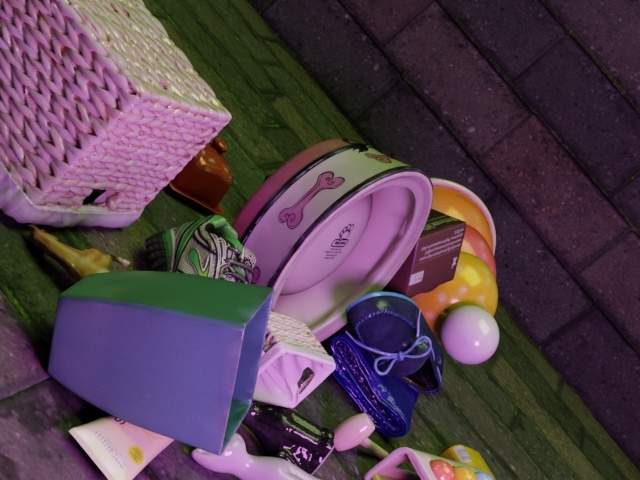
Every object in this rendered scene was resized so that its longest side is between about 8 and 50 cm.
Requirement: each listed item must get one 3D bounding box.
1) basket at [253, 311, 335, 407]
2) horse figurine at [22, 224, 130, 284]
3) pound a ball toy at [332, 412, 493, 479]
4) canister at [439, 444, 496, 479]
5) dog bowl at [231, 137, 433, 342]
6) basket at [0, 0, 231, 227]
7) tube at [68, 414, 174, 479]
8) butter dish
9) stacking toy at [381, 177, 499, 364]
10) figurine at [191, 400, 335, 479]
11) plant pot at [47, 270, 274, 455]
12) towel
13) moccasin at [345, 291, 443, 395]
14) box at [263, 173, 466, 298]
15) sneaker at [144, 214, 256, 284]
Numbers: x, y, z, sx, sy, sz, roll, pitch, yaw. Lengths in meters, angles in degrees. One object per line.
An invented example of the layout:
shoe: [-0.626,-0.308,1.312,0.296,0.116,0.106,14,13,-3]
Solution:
basket: [-0.075,0.185,1.744,0.167,0.113,0.103,26,24,-54]
horse figurine: [-0.283,0.086,1.496,0.263,0.066,0.174,55,11,29]
pound a ball toy: [0.180,0.400,1.884,0.319,0.136,0.208,29,25,-52]
canister: [0.306,0.488,2.134,0.126,0.073,0.170,32,22,-48]
dog bowl: [0.000,0.000,1.891,0.150,0.408,0.408,43,12,25]
basket: [-0.361,-0.219,1.618,0.331,0.266,0.328,53,15,12]
tube: [-0.216,0.233,1.351,0.070,0.062,0.240,9,11,18]
butter dish: [-0.226,-0.150,2.094,0.160,0.118,0.160,31,25,-49]
stacking toy: [0.257,0.104,2.328,0.350,0.350,0.480,42,13,-24]
figurine: [-0.088,0.291,1.533,0.209,0.092,0.215,36,19,-13]
plant pot: [-0.199,0.129,1.336,0.234,0.165,0.166,13,15,6]
towel: [0.103,0.251,2.156,0.227,0.076,0.308,56,15,-3]
moccasin: [0.163,0.197,2.051,0.342,0.138,0.117,36,32,-52]
box: [0.076,-0.025,2.202,0.381,0.143,0.191,25,24,30]
sneaker: [-0.164,0.063,1.637,0.134,0.146,0.343,58,4,-38]
